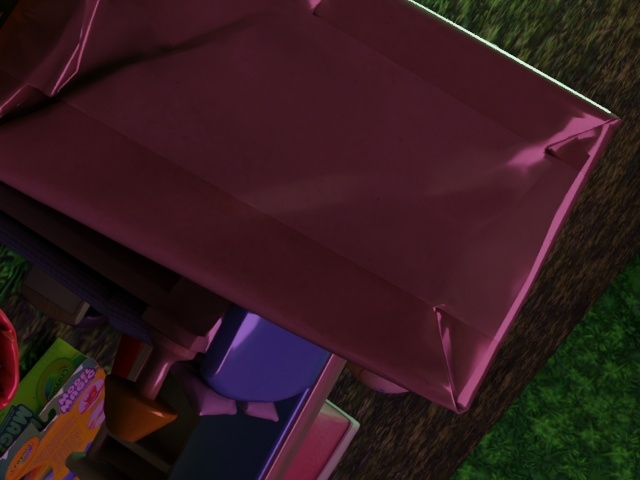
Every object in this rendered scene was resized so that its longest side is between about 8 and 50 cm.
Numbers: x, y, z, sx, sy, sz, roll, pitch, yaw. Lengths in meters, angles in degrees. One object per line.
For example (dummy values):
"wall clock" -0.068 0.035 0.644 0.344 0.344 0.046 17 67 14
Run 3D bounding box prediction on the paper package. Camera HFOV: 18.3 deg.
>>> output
"paper package" -0.046 -0.075 1.061 0.168 0.309 0.325 -62 -164 4

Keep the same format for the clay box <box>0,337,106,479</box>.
"clay box" -0.224 0.167 1.638 0.127 0.053 0.222 -51 162 -17

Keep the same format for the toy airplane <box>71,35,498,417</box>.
"toy airplane" 0.000 0.000 1.559 0.384 0.272 0.386 -46 -179 3

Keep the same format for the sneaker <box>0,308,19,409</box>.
"sneaker" -0.245 0.079 1.296 0.107 0.118 0.279 -51 162 -13

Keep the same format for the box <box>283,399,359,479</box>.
"box" -0.074 0.182 1.919 0.127 0.148 0.232 -57 164 0

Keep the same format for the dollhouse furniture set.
"dollhouse furniture set" -0.149 0.065 1.221 0.198 0.286 0.303 -62 159 5
